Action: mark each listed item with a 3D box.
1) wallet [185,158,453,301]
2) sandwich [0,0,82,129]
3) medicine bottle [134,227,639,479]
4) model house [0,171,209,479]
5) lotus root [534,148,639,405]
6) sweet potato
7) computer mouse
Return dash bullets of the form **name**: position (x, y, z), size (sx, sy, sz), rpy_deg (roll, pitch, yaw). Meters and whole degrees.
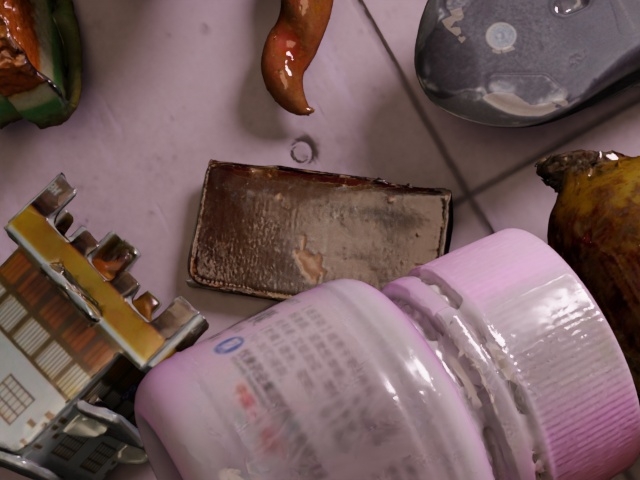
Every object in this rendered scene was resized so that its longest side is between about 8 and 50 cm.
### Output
- **wallet**: position (0.000, 0.000, 1.350), size (0.232, 0.031, 0.122), rpy_deg (9, 86, 17)
- **sandwich**: position (-0.317, -0.224, 1.389), size (0.109, 0.212, 0.292), rpy_deg (-26, 88, 22)
- **medicine bottle**: position (0.050, 0.148, 1.156), size (0.324, 0.256, 0.256), rpy_deg (-26, 73, -13)
- **model house**: position (-0.208, 0.101, 1.284), size (0.215, 0.224, 0.198), rpy_deg (-43, 72, -5)
- **lotus root**: position (0.302, 0.079, 1.175), size (0.179, 0.196, 0.397), rpy_deg (-31, 70, -8)
- **sweet potato**: position (-0.017, -0.212, 1.382), size (0.055, 0.058, 0.202), rpy_deg (10, 80, -6)
- **computer mouse**: position (0.259, -0.202, 1.301), size (0.379, 0.090, 0.167), rpy_deg (-21, 74, 3)
